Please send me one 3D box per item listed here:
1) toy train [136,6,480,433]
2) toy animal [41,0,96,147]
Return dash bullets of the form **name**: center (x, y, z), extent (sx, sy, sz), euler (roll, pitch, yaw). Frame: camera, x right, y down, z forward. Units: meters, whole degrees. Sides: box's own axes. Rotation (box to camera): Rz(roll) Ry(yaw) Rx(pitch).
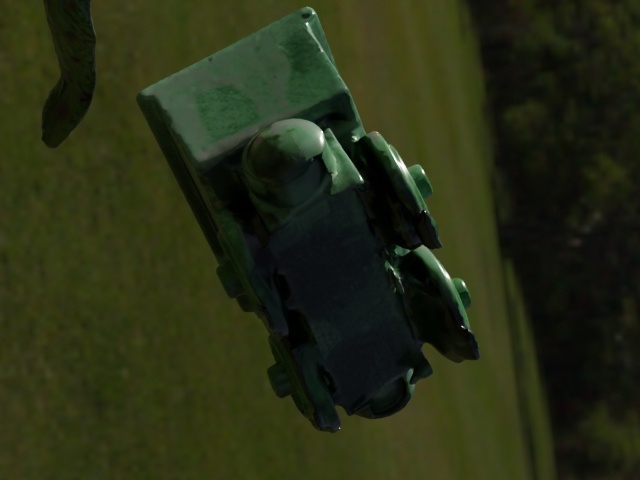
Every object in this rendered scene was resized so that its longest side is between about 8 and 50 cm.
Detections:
- **toy train**: center (0.000, 0.000, 1.240), extent (0.202, 0.145, 0.266), euler (59, -6, 44)
- **toy animal**: center (-0.091, -0.118, 0.829), extent (0.041, 0.075, 0.217), euler (55, -23, 24)
